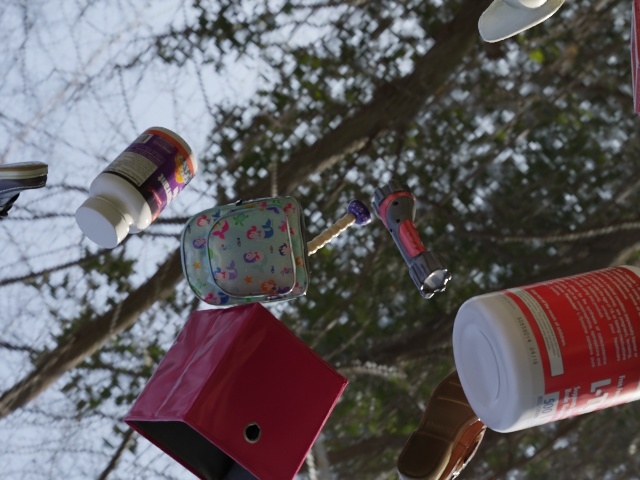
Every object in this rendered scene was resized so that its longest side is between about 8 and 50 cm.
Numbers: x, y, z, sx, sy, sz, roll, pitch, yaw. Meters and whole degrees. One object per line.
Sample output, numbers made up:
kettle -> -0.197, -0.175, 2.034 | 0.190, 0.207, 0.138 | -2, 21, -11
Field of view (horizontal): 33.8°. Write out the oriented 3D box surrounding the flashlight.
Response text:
flashlight -> 0.216, -0.013, 2.463 | 0.103, 0.103, 0.304 | 57, -175, -46

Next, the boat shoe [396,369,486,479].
boat shoe -> 0.241, 0.348, 1.929 | 0.111, 0.104, 0.307 | 23, -126, 36

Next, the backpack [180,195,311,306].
backpack -> -0.155, 0.027, 2.131 | 0.191, 0.254, 0.225 | -7, -89, -85

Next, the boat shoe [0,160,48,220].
boat shoe -> -0.532, -0.067, 1.667 | 0.103, 0.285, 0.092 | -18, -82, -58

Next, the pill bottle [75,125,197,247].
pill bottle -> -0.284, -0.079, 1.609 | 0.108, 0.108, 0.193 | 42, -126, -5

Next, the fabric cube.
fabric cube -> -0.156, 0.297, 1.950 | 0.254, 0.259, 0.258 | 44, -119, -22

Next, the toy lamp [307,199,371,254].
toy lamp -> 0.000, 0.000, 2.525 | 0.275, 0.080, 0.080 | -35, -101, -28

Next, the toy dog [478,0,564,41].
toy dog -> 0.258, -0.542, 1.583 | 0.408, 0.395, 0.284 | 35, -107, -29

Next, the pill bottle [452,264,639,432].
pill bottle -> 0.449, 0.168, 1.759 | 0.408, 0.229, 0.229 | -11, -127, -16

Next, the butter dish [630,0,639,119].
butter dish -> 0.444, -0.229, 1.288 | 0.160, 0.118, 0.159 | 64, -153, -58

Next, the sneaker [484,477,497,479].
sneaker -> 0.412, 0.609, 2.444 | 0.042, 0.067, 0.118 | -9, -152, -12
